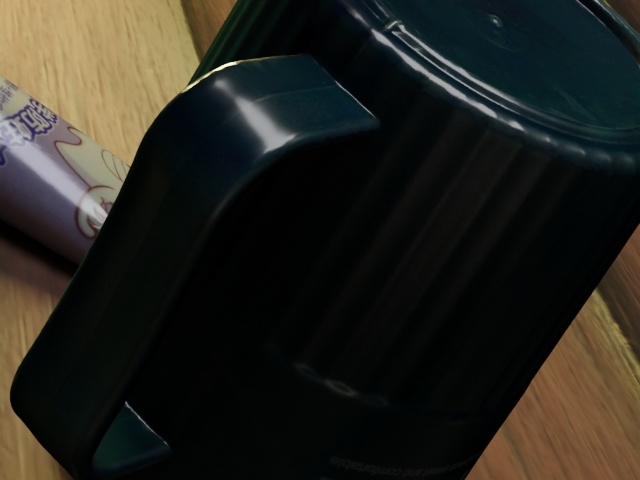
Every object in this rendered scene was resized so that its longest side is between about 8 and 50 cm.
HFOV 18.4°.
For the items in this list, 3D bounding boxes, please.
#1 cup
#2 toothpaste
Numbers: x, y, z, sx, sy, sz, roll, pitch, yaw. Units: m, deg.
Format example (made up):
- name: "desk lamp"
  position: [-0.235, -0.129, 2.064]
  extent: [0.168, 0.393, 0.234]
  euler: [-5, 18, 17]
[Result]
- name: "cup"
  position: [-0.003, -0.011, 1.004]
  extent: [0.308, 0.292, 0.242]
  euler: [13, 35, -31]
- name: "toothpaste"
  position: [-0.173, -0.040, 1.207]
  extent: [0.371, 0.080, 0.125]
  euler: [34, 23, -8]
